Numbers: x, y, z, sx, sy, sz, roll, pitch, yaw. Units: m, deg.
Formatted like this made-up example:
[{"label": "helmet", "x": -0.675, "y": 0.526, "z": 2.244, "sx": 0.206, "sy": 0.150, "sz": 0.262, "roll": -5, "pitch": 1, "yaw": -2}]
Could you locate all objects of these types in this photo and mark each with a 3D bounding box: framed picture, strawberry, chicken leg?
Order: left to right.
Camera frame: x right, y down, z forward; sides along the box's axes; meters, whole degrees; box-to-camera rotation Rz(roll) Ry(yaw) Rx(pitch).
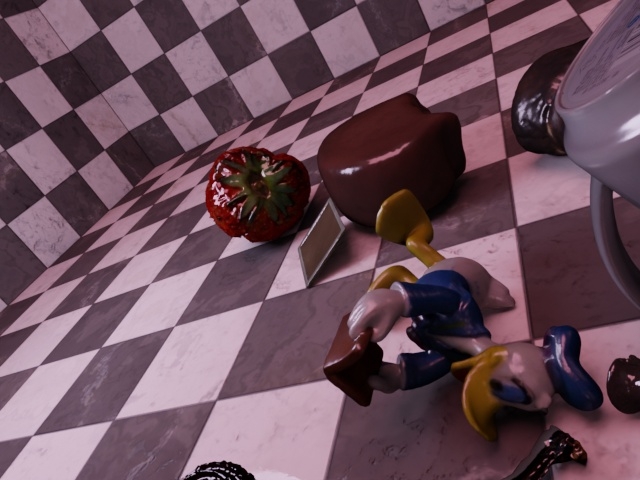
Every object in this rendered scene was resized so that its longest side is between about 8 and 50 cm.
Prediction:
[{"label": "strawberry", "x": -0.158, "y": -0.106, "z": 1.278, "sx": 0.288, "sy": 0.250, "sz": 0.238, "roll": 158, "pitch": 128, "yaw": -75}, {"label": "framed picture", "x": 0.000, "y": 0.000, "z": 1.053, "sx": 0.142, "sy": 0.011, "sz": 0.183, "roll": -57, "pitch": 19, "yaw": 16}, {"label": "chicken leg", "x": 0.129, "y": 0.250, "z": 0.469, "sx": 0.253, "sy": 0.051, "sz": 0.106, "roll": -26, "pitch": 20, "yaw": 6}]

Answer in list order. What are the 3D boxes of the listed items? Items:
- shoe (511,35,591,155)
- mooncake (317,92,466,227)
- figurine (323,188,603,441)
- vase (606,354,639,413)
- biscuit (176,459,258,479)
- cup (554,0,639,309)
[{"label": "shoe", "x": 0.510, "y": -0.286, "z": 0.881, "sx": 0.384, "sy": 0.171, "sz": 0.237, "roll": -43, "pitch": 30, "yaw": -6}, {"label": "mooncake", "x": 0.150, "y": -0.172, "z": 1.079, "sx": 0.334, "sy": 0.174, "sz": 0.326, "roll": -42, "pitch": 28, "yaw": -26}, {"label": "figurine", "x": 0.144, "y": 0.092, "z": 0.588, "sx": 0.284, "sy": 0.204, "sz": 0.338, "roll": -17, "pitch": 27, "yaw": -34}, {"label": "vase", "x": 0.321, "y": 0.129, "z": 0.410, "sx": 0.120, "sy": 0.120, "sz": 0.183, "roll": -40, "pitch": 11, "yaw": -18}, {"label": "biscuit", "x": -0.148, "y": 0.346, "z": 0.598, "sx": 0.195, "sy": 0.053, "sz": 0.194, "roll": -26, "pitch": 25, "yaw": 13}, {"label": "cup", "x": 0.357, "y": -0.058, "z": 0.414, "sx": 0.322, "sy": 0.327, "sz": 0.236, "roll": -53, "pitch": 4, "yaw": 44}]
